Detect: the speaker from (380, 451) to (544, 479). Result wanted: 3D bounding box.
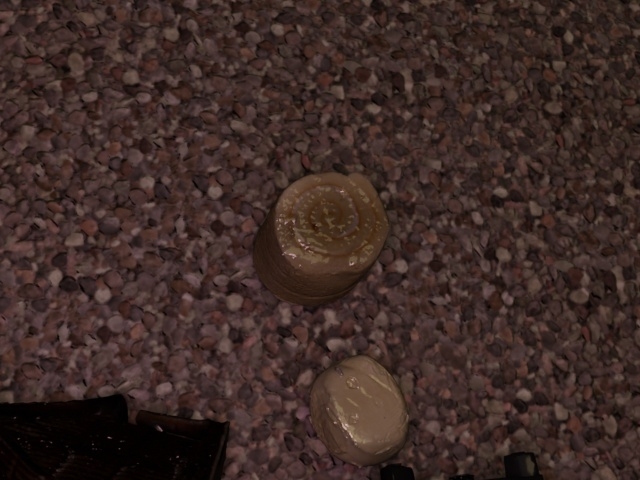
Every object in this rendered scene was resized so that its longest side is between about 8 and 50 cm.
[{"bbox_3d":[0.139,0.378,1.294,0.184,0.232,0.254,-2,72,-18],"label":"speaker"}]

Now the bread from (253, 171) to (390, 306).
[{"bbox_3d":[0.000,0.000,1.442,0.148,0.141,0.134,-18,75,-20],"label":"bread"}]

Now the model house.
[{"bbox_3d":[-0.264,0.325,1.215,0.282,0.297,0.317,10,90,0],"label":"model house"}]

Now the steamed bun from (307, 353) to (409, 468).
[{"bbox_3d":[0.047,0.207,1.407,0.112,0.091,0.130,-26,77,-26],"label":"steamed bun"}]
